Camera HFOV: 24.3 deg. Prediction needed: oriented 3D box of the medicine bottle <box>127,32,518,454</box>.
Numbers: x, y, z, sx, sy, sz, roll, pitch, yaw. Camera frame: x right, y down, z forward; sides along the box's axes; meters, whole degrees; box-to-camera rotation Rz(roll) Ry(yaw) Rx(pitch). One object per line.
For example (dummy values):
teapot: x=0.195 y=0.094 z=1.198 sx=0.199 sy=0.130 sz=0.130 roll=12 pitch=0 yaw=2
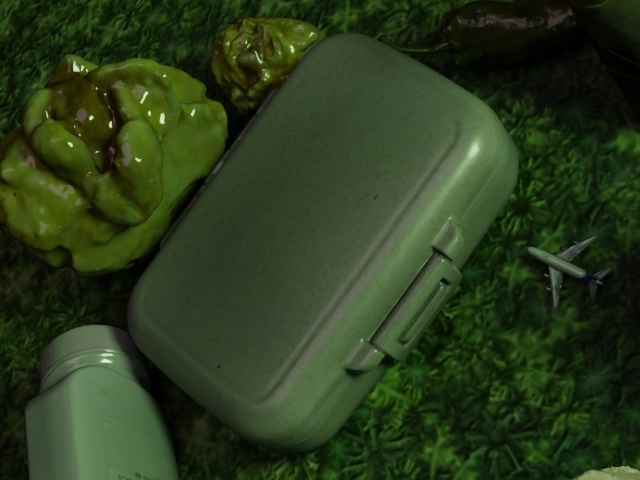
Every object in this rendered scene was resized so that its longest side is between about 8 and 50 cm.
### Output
medicine bottle: x=0.000 y=0.000 z=1.390 sx=0.282 sy=0.123 sz=0.375 roll=35 pitch=87 yaw=37

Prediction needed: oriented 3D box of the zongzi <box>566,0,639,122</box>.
zongzi: x=0.332 y=-0.231 z=1.188 sx=0.289 sy=0.317 sz=0.154 roll=-17 pitch=68 yaw=23

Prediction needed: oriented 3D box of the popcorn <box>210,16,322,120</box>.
popcorn: x=-0.052 y=-0.173 z=1.510 sx=0.120 sy=0.116 sz=0.106 roll=15 pitch=82 yaw=-9

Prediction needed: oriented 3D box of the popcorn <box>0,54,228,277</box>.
popcorn: x=-0.213 y=-0.074 z=1.486 sx=0.256 sy=0.255 sz=0.195 roll=-26 pitch=73 yaw=-19

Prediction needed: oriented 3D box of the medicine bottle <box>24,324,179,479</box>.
medicine bottle: x=-0.198 y=0.215 z=1.367 sx=0.111 sy=0.161 sz=0.296 roll=-33 pitch=42 yaw=16

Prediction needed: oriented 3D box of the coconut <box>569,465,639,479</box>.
coconut: x=0.225 y=0.264 z=1.109 sx=0.194 sy=0.194 sz=0.194 roll=-12 pitch=63 yaw=24

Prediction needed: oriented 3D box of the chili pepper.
chili pepper: x=0.169 y=-0.204 z=1.425 sx=0.204 sy=0.073 sz=0.072 roll=-14 pitch=27 yaw=19

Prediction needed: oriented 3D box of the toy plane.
toy plane: x=0.217 y=0.024 z=1.317 sx=0.084 sy=0.024 sz=0.078 roll=25 pitch=83 yaw=42
